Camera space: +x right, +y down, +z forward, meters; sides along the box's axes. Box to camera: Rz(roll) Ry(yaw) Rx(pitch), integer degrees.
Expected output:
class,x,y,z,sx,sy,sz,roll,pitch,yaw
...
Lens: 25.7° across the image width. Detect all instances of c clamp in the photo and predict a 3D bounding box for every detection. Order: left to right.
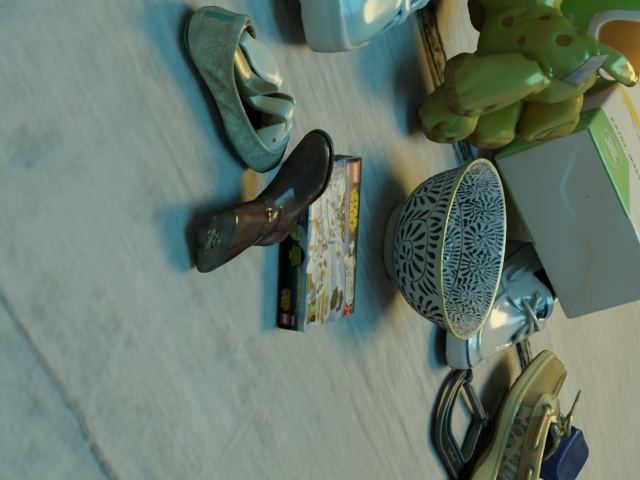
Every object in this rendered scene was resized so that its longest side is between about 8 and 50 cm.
class,x,y,z,sx,sy,sz,roll,pitch,yaw
c clamp,0.161,0.191,1.541,0.137,0.022,0.161,-67,151,-21

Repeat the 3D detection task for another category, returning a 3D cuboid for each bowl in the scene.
class,x,y,z,sx,sy,sz,roll,pitch,yaw
bowl,0.109,0.004,1.317,0.170,0.080,0.170,-27,121,-60

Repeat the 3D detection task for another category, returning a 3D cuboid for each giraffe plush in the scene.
class,x,y,z,sx,sy,sz,roll,pitch,yaw
giraffe plush,0.183,-0.201,1.317,0.181,0.210,0.170,1,69,-35

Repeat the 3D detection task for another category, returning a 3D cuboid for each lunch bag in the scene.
class,x,y,z,sx,sy,sz,roll,pitch,yaw
lunch bag,0.292,0.264,1.772,0.067,0.065,0.098,-54,145,-20

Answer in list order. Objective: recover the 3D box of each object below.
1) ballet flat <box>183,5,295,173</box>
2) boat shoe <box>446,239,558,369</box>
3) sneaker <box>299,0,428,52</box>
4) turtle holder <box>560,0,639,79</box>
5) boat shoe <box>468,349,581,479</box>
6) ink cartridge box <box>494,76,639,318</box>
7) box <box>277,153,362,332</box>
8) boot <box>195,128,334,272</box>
class,x,y,z,sx,sy,sz,roll,pitch,yaw
ballet flat,-0.047,-0.101,1.004,0.057,0.052,0.168,-69,151,-26
boat shoe,0.213,0.065,1.537,0.258,0.084,0.095,-45,135,-52
sneaker,0.106,-0.266,1.165,0.366,0.150,0.135,-54,141,-45
turtle holder,0.366,-0.330,1.592,0.320,0.227,0.243,-60,145,-39
boat shoe,0.232,0.249,1.594,0.104,0.089,0.285,90,25,-51
ink cartridge box,0.340,-0.076,1.634,0.207,0.119,0.353,64,29,-10
box,0.000,0.000,1.153,0.094,0.027,0.137,-13,108,-61
boot,-0.042,-0.029,1.018,0.114,0.037,0.106,-18,139,-59
